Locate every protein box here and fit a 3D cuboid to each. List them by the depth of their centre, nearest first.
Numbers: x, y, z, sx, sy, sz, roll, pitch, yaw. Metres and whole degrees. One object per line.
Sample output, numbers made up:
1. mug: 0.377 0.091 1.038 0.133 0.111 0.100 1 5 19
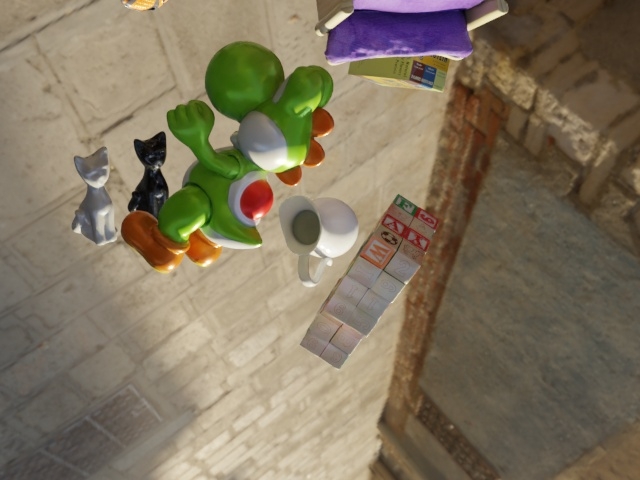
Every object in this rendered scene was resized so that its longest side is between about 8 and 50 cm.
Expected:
1. protein box: 0.200 -0.476 1.721 0.136 0.201 0.200 5 100 -45

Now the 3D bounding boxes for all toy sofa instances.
1. toy sofa: 0.177 -0.455 1.409 0.362 0.177 0.150 -7 -178 -21

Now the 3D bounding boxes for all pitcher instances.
1. pitcher: 0.000 0.000 1.442 0.125 0.178 0.207 -2 180 23

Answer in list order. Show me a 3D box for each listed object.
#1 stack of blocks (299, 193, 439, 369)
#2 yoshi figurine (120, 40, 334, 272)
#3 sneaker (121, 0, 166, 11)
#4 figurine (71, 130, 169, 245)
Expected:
1. stack of blocks: 0.075 0.084 1.224 0.297 0.087 0.171 -58 178 33
2. yoshi figurine: -0.139 -0.133 1.012 0.203 0.204 0.362 30 117 -29
3. sneaker: -0.412 -0.609 1.524 0.180 0.124 0.321 -50 148 -6
4. figurine: -0.413 -0.116 1.488 0.214 0.092 0.210 -23 139 -36
